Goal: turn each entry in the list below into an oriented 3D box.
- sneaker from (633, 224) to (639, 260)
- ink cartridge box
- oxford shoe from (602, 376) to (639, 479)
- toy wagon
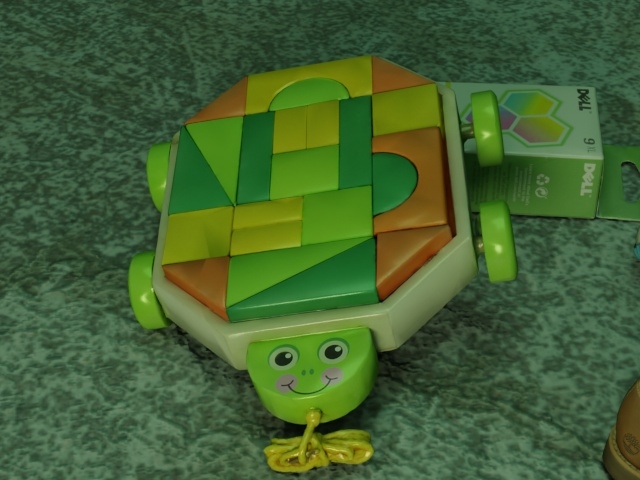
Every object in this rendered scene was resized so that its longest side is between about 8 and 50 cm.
[{"bbox_3d":[0.328,-0.037,0.939,0.229,0.092,0.087,-22,44,-24],"label":"sneaker"},{"bbox_3d":[0.175,-0.075,1.016,0.209,0.062,0.109,4,37,6],"label":"ink cartridge box"},{"bbox_3d":[0.269,0.140,0.719,0.212,0.076,0.076,21,40,21],"label":"oxford shoe"},{"bbox_3d":[0.000,0.000,0.870,0.267,0.068,0.344,-8,44,10],"label":"toy wagon"}]
